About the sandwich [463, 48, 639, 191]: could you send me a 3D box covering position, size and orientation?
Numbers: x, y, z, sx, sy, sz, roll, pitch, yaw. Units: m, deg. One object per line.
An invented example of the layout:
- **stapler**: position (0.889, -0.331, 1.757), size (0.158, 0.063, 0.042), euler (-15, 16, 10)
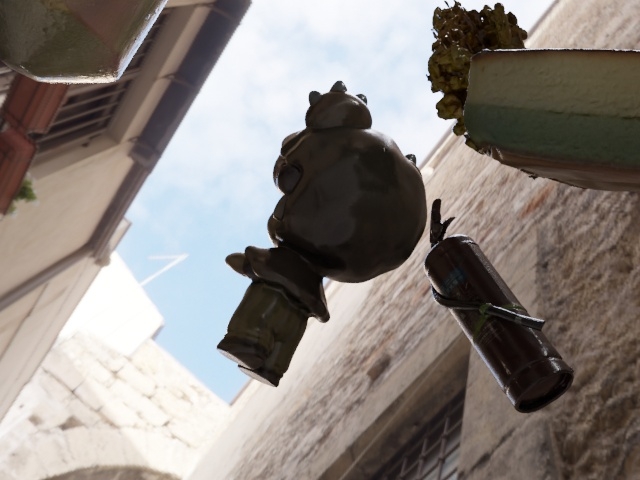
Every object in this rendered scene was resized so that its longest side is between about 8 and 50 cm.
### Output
- **sandwich**: position (0.262, -0.105, 0.631), size (0.220, 0.186, 0.108), euler (9, -91, -31)

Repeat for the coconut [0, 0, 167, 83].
- **coconut**: position (-0.432, -0.412, 1.235), size (0.297, 0.297, 0.310), euler (27, -109, 10)

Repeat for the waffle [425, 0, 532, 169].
- **waffle**: position (0.199, -0.190, 0.849), size (0.197, 0.193, 0.070), euler (29, -33, -32)

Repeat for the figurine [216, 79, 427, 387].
- **figurine**: position (-0.001, 0.001, 0.935), size (0.248, 0.381, 0.203), euler (42, -18, -35)

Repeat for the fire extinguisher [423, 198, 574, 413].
- **fire extinguisher**: position (0.242, 0.083, 1.082), size (0.105, 0.341, 0.141), euler (-5, -44, -27)
